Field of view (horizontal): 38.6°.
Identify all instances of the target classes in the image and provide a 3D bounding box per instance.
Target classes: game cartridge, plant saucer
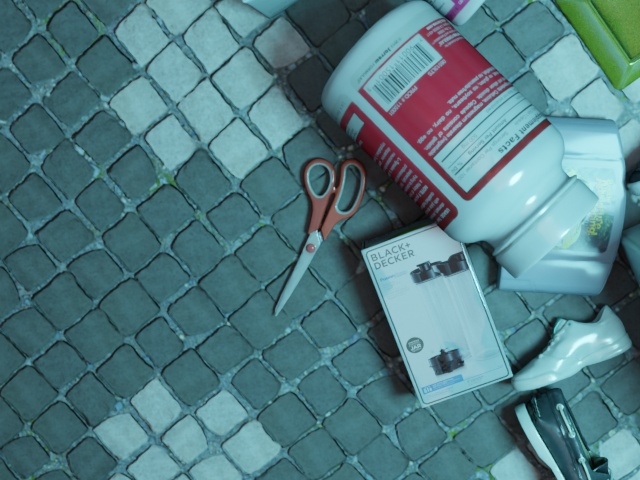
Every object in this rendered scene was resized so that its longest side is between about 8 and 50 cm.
[{"bbox_3d":[0.400,-0.056,1.508,0.195,0.060,0.295,2,99,0],"label":"game cartridge"},{"bbox_3d":[0.506,-0.368,1.452,0.188,0.045,0.188,-36,95,9],"label":"plant saucer"}]

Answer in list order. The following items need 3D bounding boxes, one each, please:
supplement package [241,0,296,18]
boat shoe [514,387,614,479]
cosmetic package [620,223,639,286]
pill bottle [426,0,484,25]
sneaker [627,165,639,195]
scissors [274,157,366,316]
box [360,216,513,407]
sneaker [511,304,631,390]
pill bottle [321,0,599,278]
[{"bbox_3d":[-0.067,-0.458,1.351,0.177,0.293,0.175,-31,96,7],"label":"supplement package"},{"bbox_3d":[0.445,0.391,1.545,0.091,0.114,0.303,-32,96,14],"label":"boat shoe"},{"bbox_3d":[0.723,0.076,1.367,0.393,0.327,0.330,-26,97,9],"label":"cosmetic package"},{"bbox_3d":[0.161,-0.478,1.400,0.283,0.160,0.160,40,100,-3],"label":"pill bottle"},{"bbox_3d":[0.568,-0.199,1.451,0.268,0.101,0.153,-40,94,3],"label":"sneaker"},{"bbox_3d":[0.000,0.000,1.558,0.108,0.021,0.297,13,98,0],"label":"scissors"},{"bbox_3d":[0.192,0.113,1.530,0.169,0.087,0.290,-19,97,7],"label":"box"},{"bbox_3d":[0.408,0.180,1.541,0.212,0.080,0.094,-25,85,1],"label":"sneaker"},{"bbox_3d":[0.214,-0.147,1.384,0.229,0.229,0.408,-45,83,9],"label":"pill bottle"}]
